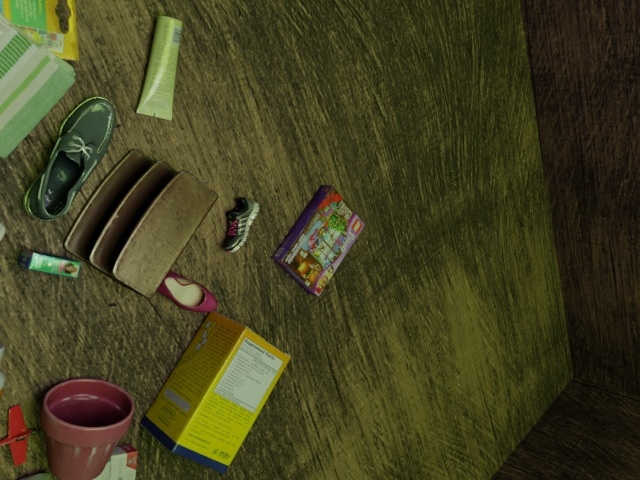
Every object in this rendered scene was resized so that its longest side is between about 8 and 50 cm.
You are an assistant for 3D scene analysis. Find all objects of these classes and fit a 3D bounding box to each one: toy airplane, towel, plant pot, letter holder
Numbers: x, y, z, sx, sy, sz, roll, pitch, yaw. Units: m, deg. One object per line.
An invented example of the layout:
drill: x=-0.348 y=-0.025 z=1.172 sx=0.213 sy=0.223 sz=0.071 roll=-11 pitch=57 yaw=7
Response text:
toy airplane: x=-0.716 y=0.455 z=1.353 sx=0.151 sy=0.028 sz=0.151 roll=-10 pitch=106 yaw=-39
towel: x=-0.673 y=-0.335 z=1.149 sx=0.248 sy=0.038 sz=0.325 roll=-47 pitch=144 yaw=0
plant pot: x=-0.557 y=0.454 z=1.396 sx=0.201 sy=0.201 sz=0.180 roll=2 pitch=112 yaw=-41
letter holder: x=-0.434 y=-0.050 z=1.424 sx=0.214 sy=0.152 sz=0.302 roll=42 pitch=71 yaw=-35

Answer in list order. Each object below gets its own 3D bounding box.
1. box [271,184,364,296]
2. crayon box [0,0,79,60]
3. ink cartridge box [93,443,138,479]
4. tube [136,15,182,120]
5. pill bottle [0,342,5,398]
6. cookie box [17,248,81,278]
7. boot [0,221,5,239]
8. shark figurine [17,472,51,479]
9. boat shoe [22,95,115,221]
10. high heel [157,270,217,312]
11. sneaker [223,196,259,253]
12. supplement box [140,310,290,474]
box: x=0.000 y=0.000 z=1.865 sx=0.201 sy=0.057 sz=0.293 roll=47 pitch=68 yaw=-37
crayon box: x=-0.667 y=-0.470 z=1.188 sx=0.323 sy=0.083 sz=0.203 roll=-8 pitch=104 yaw=-39
ink cartridge box: x=-0.543 y=0.584 z=1.506 sx=0.135 sy=0.056 sz=0.099 roll=4 pitch=95 yaw=-42
tube: x=-0.391 y=-0.423 z=1.457 sx=0.070 sy=0.062 sz=0.240 roll=11 pitch=98 yaw=2
pill bottle: x=-0.743 y=0.332 z=1.234 sx=0.136 sy=0.136 sz=0.245 roll=16 pitch=87 yaw=-41
cookie box: x=-0.608 y=0.051 z=1.330 sx=0.107 sy=0.092 sz=0.040 roll=17 pitch=84 yaw=-42
boot: x=-0.737 y=0.026 z=1.217 sx=0.190 sy=0.069 sz=0.086 roll=-69 pitch=155 yaw=-19
shark figurine: x=-0.724 y=0.669 z=1.332 sx=0.166 sy=0.116 sz=0.278 roll=21 pitch=82 yaw=-40
boat shoe: x=-0.546 y=-0.183 z=1.334 sx=0.116 sy=0.099 sz=0.319 roll=38 pitch=74 yaw=-38
high heel: x=-0.345 y=0.137 z=1.554 sx=0.244 sy=0.117 sz=0.082 roll=42 pitch=71 yaw=-37
sneaker: x=-0.236 y=-0.048 z=1.652 sx=0.075 sy=0.063 sz=0.170 roll=38 pitch=68 yaw=-39
supplement box: x=-0.280 y=0.403 z=1.608 sx=0.194 sy=0.195 sz=0.356 roll=43 pitch=71 yaw=-37
